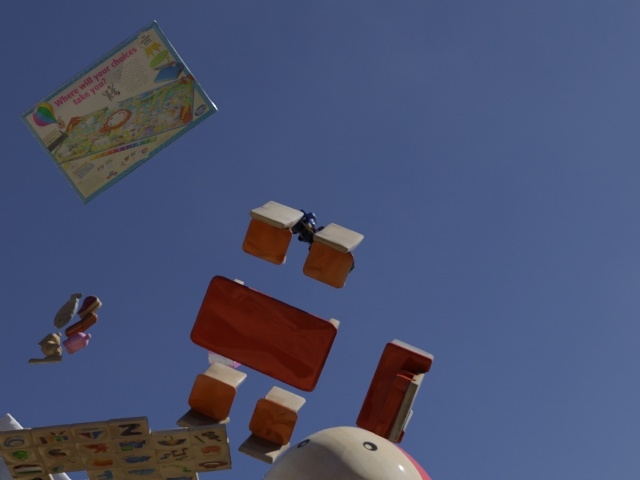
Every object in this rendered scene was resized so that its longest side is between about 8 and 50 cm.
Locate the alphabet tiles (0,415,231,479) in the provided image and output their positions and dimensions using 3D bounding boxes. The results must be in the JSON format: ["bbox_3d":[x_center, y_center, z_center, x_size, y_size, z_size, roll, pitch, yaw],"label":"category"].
[{"bbox_3d":[-0.216,0.234,1.602,0.237,0.009,0.198,-6,-30,-3],"label":"alphabet tiles"}]

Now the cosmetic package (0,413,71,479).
[{"bbox_3d":[-0.430,0.389,1.950,0.224,0.224,0.138,-34,-31,-28],"label":"cosmetic package"}]

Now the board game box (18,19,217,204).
[{"bbox_3d":[-0.188,-0.120,1.393,0.154,0.103,0.026,-35,12,-3],"label":"board game box"}]

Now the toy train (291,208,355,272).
[{"bbox_3d":[0.000,0.000,1.838,0.036,0.158,0.027,-37,-53,-7],"label":"toy train"}]

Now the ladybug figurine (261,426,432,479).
[{"bbox_3d":[0.053,0.405,2.153,0.305,0.162,0.449,2,-34,11],"label":"ladybug figurine"}]

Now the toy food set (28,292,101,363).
[{"bbox_3d":[-0.305,0.111,1.830,0.078,0.122,0.019,-6,-51,37],"label":"toy food set"}]

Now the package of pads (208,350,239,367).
[{"bbox_3d":[-0.130,0.165,2.274,0.050,0.083,0.032,8,-64,31],"label":"package of pads"}]

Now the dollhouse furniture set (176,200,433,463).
[{"bbox_3d":[-0.013,0.121,1.614,0.259,0.262,0.135,22,10,9],"label":"dollhouse furniture set"}]
